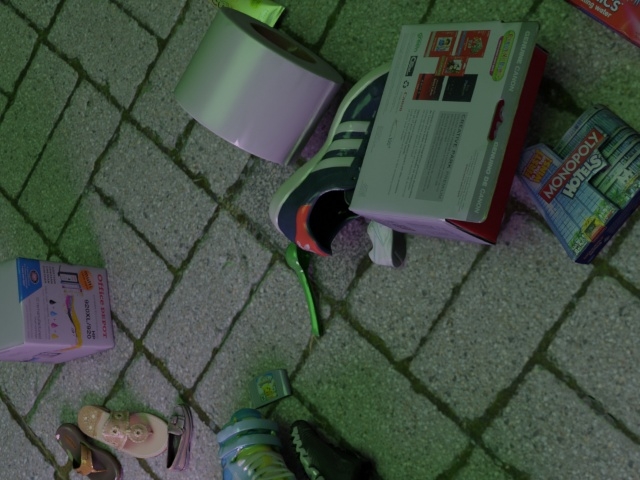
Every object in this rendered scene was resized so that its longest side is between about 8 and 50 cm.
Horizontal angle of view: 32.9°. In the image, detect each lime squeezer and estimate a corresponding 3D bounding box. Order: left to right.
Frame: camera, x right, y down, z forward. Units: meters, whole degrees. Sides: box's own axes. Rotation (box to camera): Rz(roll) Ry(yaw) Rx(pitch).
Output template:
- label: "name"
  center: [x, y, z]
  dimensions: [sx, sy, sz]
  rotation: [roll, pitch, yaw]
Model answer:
- label: "lime squeezer"
  center: [0.000, 0.000, 1.851]
  dimensions: [0.110, 0.059, 0.310]
  rotation: [25, 98, 36]

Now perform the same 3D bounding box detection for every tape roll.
- label: "tape roll"
  center: [-0.104, -0.264, 1.843]
  dimensions: [0.246, 0.246, 0.169]
  rotation: [41, 108, 32]

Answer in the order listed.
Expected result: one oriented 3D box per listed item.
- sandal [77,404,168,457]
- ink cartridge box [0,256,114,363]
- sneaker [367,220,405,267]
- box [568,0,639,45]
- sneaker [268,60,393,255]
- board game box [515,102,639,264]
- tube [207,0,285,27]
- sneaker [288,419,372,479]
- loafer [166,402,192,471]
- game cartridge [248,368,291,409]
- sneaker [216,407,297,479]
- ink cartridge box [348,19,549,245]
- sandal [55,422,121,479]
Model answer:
- label: "sandal"
  center: [-0.398, 0.365, 2.078]
  dimensions: [0.240, 0.079, 0.088]
  rotation: [7, 89, 36]
- label: "ink cartridge box"
  center: [-0.549, 0.140, 2.121]
  dimensions: [0.168, 0.233, 0.171]
  rotation: [-16, 75, 31]
- label: "sneaker"
  center: [0.106, -0.033, 1.781]
  dimensions: [0.061, 0.054, 0.152]
  rotation: [2, 86, 39]
- label: "box"
  center: [0.435, -0.364, 1.540]
  dimensions: [0.257, 0.123, 0.128]
  rotation: [44, 108, 31]
- label: "sneaker"
  center: [0.072, -0.123, 1.744]
  dimensions: [0.350, 0.131, 0.148]
  rotation: [-54, 47, 9]
- label: "board game box"
  center: [0.376, -0.100, 1.590]
  dimensions: [0.194, 0.060, 0.194]
  rotation: [47, 111, 29]
- label: "tube"
  center: [-0.167, -0.456, 2.030]
  dimensions: [0.240, 0.062, 0.070]
  rotation: [42, 149, 27]
- label: "sneaker"
  center: [0.028, 0.374, 1.777]
  dimensions: [0.106, 0.078, 0.234]
  rotation: [-26, 42, -7]
- label: "loafer"
  center: [-0.265, 0.365, 2.006]
  dimensions: [0.045, 0.039, 0.125]
  rotation: [-5, 81, 36]
- label: "game cartridge"
  center: [-0.091, 0.259, 1.910]
  dimensions: [0.083, 0.017, 0.056]
  rotation: [-28, 65, 30]
- label: "sneaker"
  center: [-0.097, 0.370, 1.774]
  dimensions: [0.319, 0.127, 0.208]
  rotation: [146, 123, -62]
- label: "ink cartridge box"
  center: [0.215, -0.160, 1.613]
  dimensions: [0.272, 0.130, 0.309]
  rotation: [10, 81, 48]
- label: "sandal"
  center: [-0.466, 0.427, 2.132]
  dimensions: [0.180, 0.049, 0.072]
  rotation: [36, 109, 23]
